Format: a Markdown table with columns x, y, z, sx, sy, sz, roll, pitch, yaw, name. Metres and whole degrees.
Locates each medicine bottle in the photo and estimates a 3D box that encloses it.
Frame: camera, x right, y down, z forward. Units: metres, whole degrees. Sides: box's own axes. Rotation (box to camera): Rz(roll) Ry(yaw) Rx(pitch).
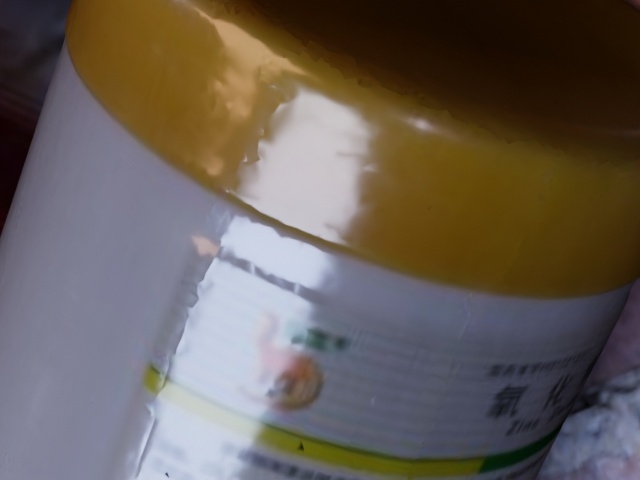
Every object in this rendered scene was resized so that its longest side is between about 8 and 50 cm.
| x | y | z | sx | sy | sz | roll | pitch | yaw | name |
| --- | --- | --- | --- | --- | --- | --- | --- | --- | --- |
| 0.000 | 0.000 | 0.734 | 0.238 | 0.238 | 0.232 | 46 | 124 | 40 | medicine bottle |

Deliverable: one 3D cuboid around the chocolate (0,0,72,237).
| x | y | z | sx | sy | sz | roll | pitch | yaw | name |
| --- | --- | --- | --- | --- | --- | --- | --- | --- | --- |
| -0.243 | -0.142 | 0.918 | 0.384 | 0.331 | 0.383 | -7 | 79 | 39 | chocolate |
